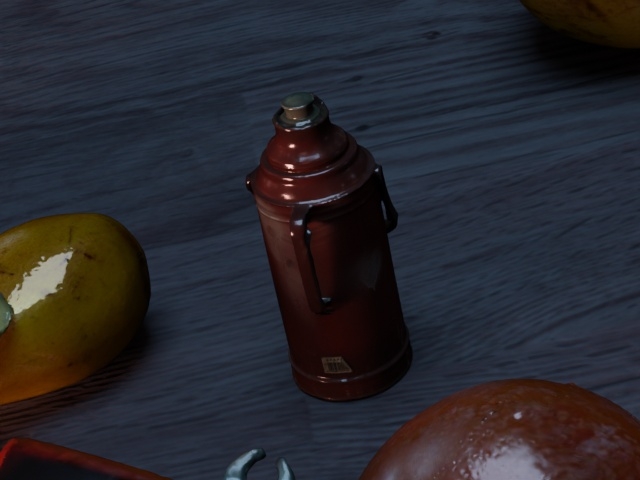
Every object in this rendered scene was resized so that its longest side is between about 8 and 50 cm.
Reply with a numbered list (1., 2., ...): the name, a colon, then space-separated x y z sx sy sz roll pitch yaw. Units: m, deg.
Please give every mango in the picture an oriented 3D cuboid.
1. mango: -0.234 0.060 1.337 0.219 0.112 0.145 -32 47 -24

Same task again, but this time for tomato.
1. tomato: 0.112 0.182 0.947 0.208 0.208 0.184 -2 22 15

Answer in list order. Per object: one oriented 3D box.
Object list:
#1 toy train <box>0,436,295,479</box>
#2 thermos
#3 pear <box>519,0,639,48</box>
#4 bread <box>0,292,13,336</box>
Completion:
1. toy train: -0.111 0.251 0.847 0.163 0.232 0.369 10 62 32
2. thermos: 0.003 0.000 1.239 0.098 0.232 0.124 -2 35 14
3. pear: 0.280 -0.314 1.598 0.280 0.281 0.281 -9 33 6
4. bread: -0.369 0.038 1.146 0.345 0.242 0.405 39 67 0
